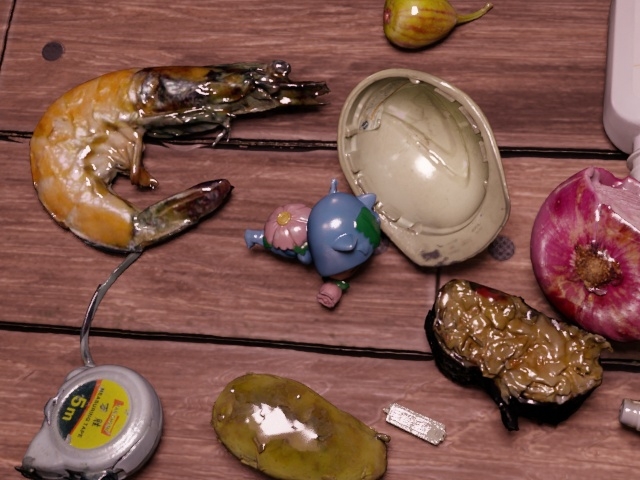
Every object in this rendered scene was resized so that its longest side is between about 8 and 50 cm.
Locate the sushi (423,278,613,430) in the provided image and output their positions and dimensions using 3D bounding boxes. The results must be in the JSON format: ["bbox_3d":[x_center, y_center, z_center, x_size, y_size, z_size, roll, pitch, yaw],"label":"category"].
[{"bbox_3d":[0.221,0.140,0.917,0.212,0.115,0.147,31,78,13],"label":"sushi"}]

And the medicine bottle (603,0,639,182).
[{"bbox_3d":[0.470,-0.212,0.999,0.179,0.124,0.324,6,72,9],"label":"medicine bottle"}]

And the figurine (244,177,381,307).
[{"bbox_3d":[-0.001,0.005,0.997,0.178,0.144,0.114,0,33,26],"label":"figurine"}]

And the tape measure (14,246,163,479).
[{"bbox_3d":[-0.255,0.164,0.998,0.164,0.084,0.330,13,56,9],"label":"tape measure"}]

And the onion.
[{"bbox_3d":[0.348,0.026,0.909,0.207,0.200,0.200,30,78,-1],"label":"onion"}]

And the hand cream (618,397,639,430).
[{"bbox_3d":[0.515,0.236,0.861,0.341,0.124,0.077,12,73,14],"label":"hand cream"}]

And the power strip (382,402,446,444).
[{"bbox_3d":[0.116,0.227,0.951,0.083,0.017,0.027,23,76,12],"label":"power strip"}]

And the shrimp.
[{"bbox_3d":[-0.196,-0.134,1.065,0.445,0.085,0.272,-13,74,5],"label":"shrimp"}]

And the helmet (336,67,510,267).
[{"bbox_3d":[0.151,-0.105,0.993,0.204,0.137,0.257,-32,88,34],"label":"helmet"}]

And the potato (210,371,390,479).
[{"bbox_3d":[-0.025,0.235,0.926,0.225,0.090,0.117,20,69,5],"label":"potato"}]

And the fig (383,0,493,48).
[{"bbox_3d":[0.171,-0.324,1.082,0.166,0.093,0.093,-6,72,3],"label":"fig"}]
